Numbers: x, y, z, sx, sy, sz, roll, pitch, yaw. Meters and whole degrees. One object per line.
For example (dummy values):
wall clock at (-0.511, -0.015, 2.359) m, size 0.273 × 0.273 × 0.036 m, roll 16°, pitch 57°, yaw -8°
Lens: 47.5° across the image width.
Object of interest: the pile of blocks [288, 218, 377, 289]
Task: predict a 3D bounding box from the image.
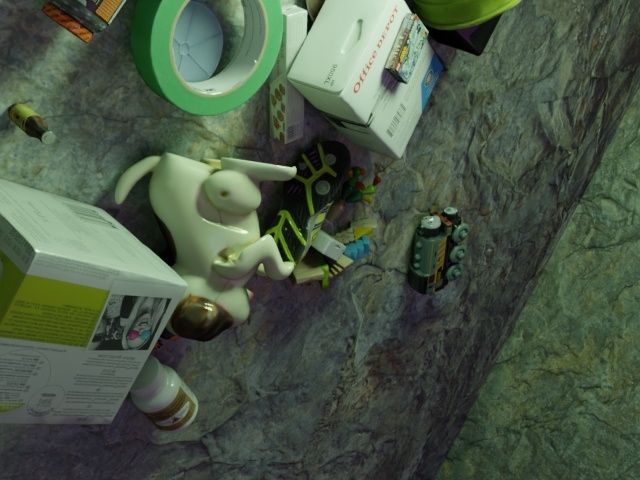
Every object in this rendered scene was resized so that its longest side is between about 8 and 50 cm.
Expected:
pile of blocks at (0.053, 0.063, 2.152) m, size 0.362 × 0.149 × 0.112 m, roll -30°, pitch 137°, yaw -32°

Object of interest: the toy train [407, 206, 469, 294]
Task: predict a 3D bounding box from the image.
toy train at (0.410, 0.040, 2.563) m, size 0.190 × 0.142 × 0.334 m, roll -21°, pitch 132°, yaw -26°

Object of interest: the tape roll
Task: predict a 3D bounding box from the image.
tape roll at (-0.222, -0.415, 1.468) m, size 0.321 × 0.077 × 0.321 m, roll -29°, pitch 136°, yaw -32°

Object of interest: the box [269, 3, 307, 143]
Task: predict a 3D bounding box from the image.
box at (-0.079, -0.387, 1.719) m, size 0.067 × 0.063 × 0.324 m, roll -29°, pitch 137°, yaw -35°

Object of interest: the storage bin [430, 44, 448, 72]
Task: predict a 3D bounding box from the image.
storage bin at (0.278, -0.502, 2.028) m, size 0.091 × 0.098 × 0.135 m, roll -35°, pitch 150°, yaw 20°

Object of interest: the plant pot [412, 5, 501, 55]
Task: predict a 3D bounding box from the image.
plant pot at (0.362, -0.631, 1.946) m, size 0.167 × 0.187 × 0.188 m, roll 18°, pitch 104°, yaw -41°

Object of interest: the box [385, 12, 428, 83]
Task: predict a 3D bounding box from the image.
box at (0.201, -0.444, 1.689) m, size 0.094 × 0.027 × 0.137 m, roll 22°, pitch 90°, yaw -62°

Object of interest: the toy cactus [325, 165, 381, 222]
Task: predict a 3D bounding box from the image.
toy cactus at (0.079, -0.128, 2.087) m, size 0.219 × 0.112 × 0.180 m, roll -6°, pitch 132°, yaw -57°

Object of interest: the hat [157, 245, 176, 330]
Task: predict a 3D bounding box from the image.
hat at (-0.284, 0.126, 1.830) m, size 0.331 × 0.134 × 0.331 m, roll -29°, pitch 137°, yaw -31°

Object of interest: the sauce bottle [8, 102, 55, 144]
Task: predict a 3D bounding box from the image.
sauce bottle at (-0.516, -0.208, 1.303) m, size 0.042 × 0.128 × 0.042 m, roll -27°, pitch 134°, yaw -32°

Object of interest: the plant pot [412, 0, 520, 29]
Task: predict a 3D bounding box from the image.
plant pot at (0.305, -0.749, 1.674) m, size 0.366 × 0.366 × 0.353 m, roll -51°, pitch 133°, yaw -7°

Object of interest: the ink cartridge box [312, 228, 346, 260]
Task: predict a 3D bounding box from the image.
ink cartridge box at (0.000, 0.000, 2.062) m, size 0.052 × 0.122 × 0.088 m, roll -58°, pitch 144°, yaw 3°

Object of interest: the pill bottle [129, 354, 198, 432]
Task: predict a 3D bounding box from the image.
pill bottle at (-0.418, 0.396, 1.888) m, size 0.131 × 0.131 × 0.229 m, roll -43°, pitch 142°, yaw -17°

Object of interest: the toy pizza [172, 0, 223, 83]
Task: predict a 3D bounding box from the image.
toy pizza at (-0.288, -0.399, 1.497) m, size 0.201 × 0.032 × 0.201 m, roll -28°, pitch 135°, yaw -32°

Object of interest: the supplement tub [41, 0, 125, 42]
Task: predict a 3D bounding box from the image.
supplement tub at (-0.393, -0.449, 1.266) m, size 0.190 × 0.117 × 0.117 m, roll -55°, pitch 144°, yaw 0°

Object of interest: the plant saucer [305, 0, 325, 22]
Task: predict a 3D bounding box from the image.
plant saucer at (0.022, -0.589, 1.706) m, size 0.168 × 0.029 × 0.168 m, roll -30°, pitch 138°, yaw -31°

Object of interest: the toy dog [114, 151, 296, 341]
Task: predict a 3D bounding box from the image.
toy dog at (-0.245, 0.021, 1.598) m, size 0.395 × 0.285 × 0.407 m, roll 3°, pitch 95°, yaw -31°

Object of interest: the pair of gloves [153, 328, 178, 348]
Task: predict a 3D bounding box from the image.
pair of gloves at (-0.410, 0.252, 1.860) m, size 0.083 × 0.010 × 0.074 m, roll -29°, pitch 146°, yaw 7°

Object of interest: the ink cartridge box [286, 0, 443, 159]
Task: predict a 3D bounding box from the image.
ink cartridge box at (0.123, -0.412, 1.782) m, size 0.285 × 0.166 × 0.395 m, roll -64°, pitch 151°, yaw -4°

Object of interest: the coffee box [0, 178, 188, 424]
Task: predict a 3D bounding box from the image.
coffee box at (-0.533, 0.114, 1.357) m, size 0.338 × 0.338 × 0.334 m, roll 20°, pitch 102°, yaw -54°

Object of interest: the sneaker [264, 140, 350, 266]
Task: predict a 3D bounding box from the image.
sneaker at (-0.045, -0.097, 1.959) m, size 0.384 × 0.145 × 0.147 m, roll -60°, pitch 175°, yaw 1°
